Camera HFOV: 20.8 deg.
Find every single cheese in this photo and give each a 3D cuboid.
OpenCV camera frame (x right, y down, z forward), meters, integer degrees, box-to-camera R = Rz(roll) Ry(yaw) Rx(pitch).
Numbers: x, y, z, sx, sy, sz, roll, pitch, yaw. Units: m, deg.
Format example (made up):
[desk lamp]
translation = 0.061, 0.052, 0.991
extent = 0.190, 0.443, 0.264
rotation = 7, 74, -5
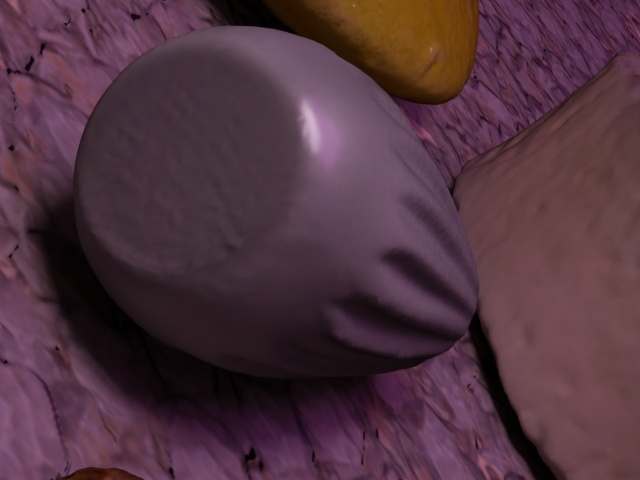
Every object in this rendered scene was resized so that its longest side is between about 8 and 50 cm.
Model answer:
[cheese]
translation = 0.220, 0.058, 1.048
extent = 0.292, 0.153, 0.332
rotation = 37, 30, -38

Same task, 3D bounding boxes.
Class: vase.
[vase]
translation = 0.000, 0.000, 0.721
extent = 0.128, 0.128, 0.248
rotation = 65, 14, 22

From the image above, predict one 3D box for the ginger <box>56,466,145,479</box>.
[ginger]
translation = -0.037, 0.126, 0.520
extent = 0.162, 0.073, 0.103
rotation = 53, 21, -4

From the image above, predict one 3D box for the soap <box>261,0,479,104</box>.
[soap]
translation = -0.043, -0.259, 1.001
extent = 0.427, 0.115, 0.306
rotation = 47, 20, -21
